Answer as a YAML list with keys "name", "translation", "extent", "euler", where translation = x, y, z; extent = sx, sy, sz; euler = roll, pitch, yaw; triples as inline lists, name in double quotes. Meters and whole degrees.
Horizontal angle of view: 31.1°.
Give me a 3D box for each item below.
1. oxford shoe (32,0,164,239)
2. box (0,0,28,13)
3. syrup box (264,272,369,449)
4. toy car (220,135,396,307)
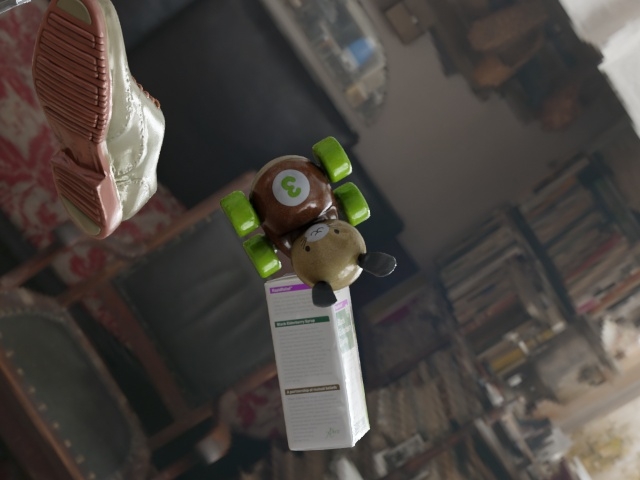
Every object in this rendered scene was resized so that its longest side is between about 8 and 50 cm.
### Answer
- name: "oxford shoe"
  translation: [-0.296, -0.188, 1.589]
  extent: [0.140, 0.146, 0.397]
  euler: [35, -39, 24]
- name: "box"
  translation: [-0.288, -0.302, 0.876]
  extent: [0.216, 0.060, 0.270]
  euler: [-46, 142, -49]
- name: "syrup box"
  translation: [-0.003, 0.159, 1.577]
  extent: [0.093, 0.096, 0.236]
  euler: [-16, 99, -74]
- name: "toy car"
  translation: [0.000, 0.000, 1.319]
  extent: [0.188, 0.155, 0.149]
  euler: [53, -9, 46]
